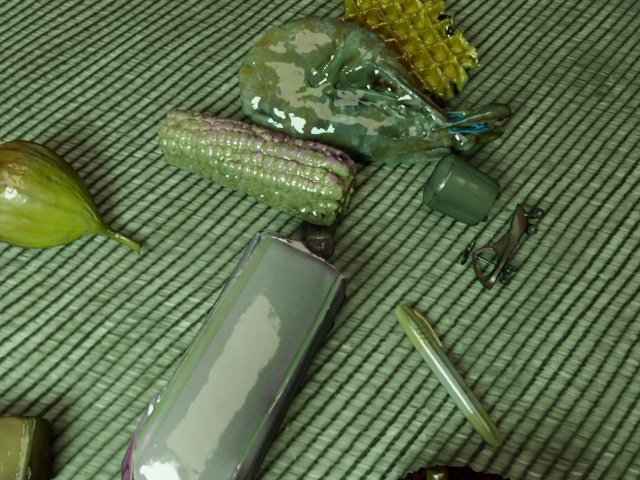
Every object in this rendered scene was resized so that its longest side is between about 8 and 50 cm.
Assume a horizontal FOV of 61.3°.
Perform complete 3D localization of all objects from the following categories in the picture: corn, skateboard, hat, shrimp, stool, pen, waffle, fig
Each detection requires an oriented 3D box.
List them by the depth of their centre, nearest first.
[{"bbox_3d":[0.184,0.189,0.777,0.040,0.032,0.233,-22,69,-37],"label":"pen"},{"bbox_3d":[-0.386,-0.044,0.811,0.257,0.159,0.159,28,67,-9],"label":"fig"},{"bbox_3d":[0.282,0.006,0.847,0.080,0.067,0.151,28,72,20],"label":"skateboard"},{"bbox_3d":[0.000,0.000,0.851,0.058,0.042,0.087,-4,33,-7],"label":"hat"},{"bbox_3d":[-0.103,-0.127,0.853,0.335,0.127,0.127,21,67,8],"label":"corn"},{"bbox_3d":[0.224,-0.078,0.860,0.110,0.096,0.096,29,68,3],"label":"stool"},{"bbox_3d":[0.085,-0.234,0.891,0.445,0.110,0.221,12,97,-1],"label":"shrimp"},{"bbox_3d":[0.163,-0.373,1.002,0.283,0.065,0.310,21,72,9],"label":"waffle"}]

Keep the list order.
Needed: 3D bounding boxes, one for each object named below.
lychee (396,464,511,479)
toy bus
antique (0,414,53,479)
[{"bbox_3d":[0.146,0.383,0.564,0.275,0.276,0.305,-15,93,-8],"label":"lychee"},{"bbox_3d":[-0.111,0.174,0.700,0.171,0.162,0.386,25,68,7],"label":"toy bus"},{"bbox_3d":[-0.499,0.276,0.676,0.309,0.093,0.088,-3,67,-3],"label":"antique"}]
